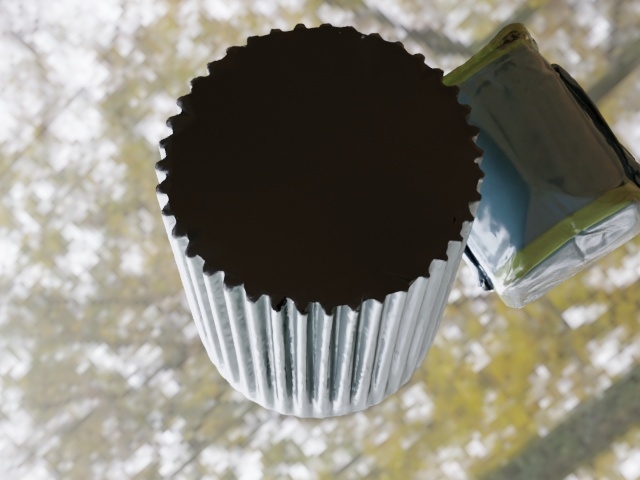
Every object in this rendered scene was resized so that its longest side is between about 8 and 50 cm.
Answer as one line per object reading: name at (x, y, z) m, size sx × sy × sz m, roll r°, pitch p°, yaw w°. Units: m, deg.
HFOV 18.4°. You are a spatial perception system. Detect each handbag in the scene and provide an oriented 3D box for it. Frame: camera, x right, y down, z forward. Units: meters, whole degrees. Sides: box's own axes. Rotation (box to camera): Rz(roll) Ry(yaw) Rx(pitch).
handbag at (0.221, -0.076, 2.180) m, size 0.241 × 0.222 × 0.263 m, roll 57°, pitch -172°, yaw 14°

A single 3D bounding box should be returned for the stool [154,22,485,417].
stool at (0.000, 0.000, 1.901) m, size 0.297 × 0.297 × 0.330 m, roll 62°, pitch 168°, yaw 23°
